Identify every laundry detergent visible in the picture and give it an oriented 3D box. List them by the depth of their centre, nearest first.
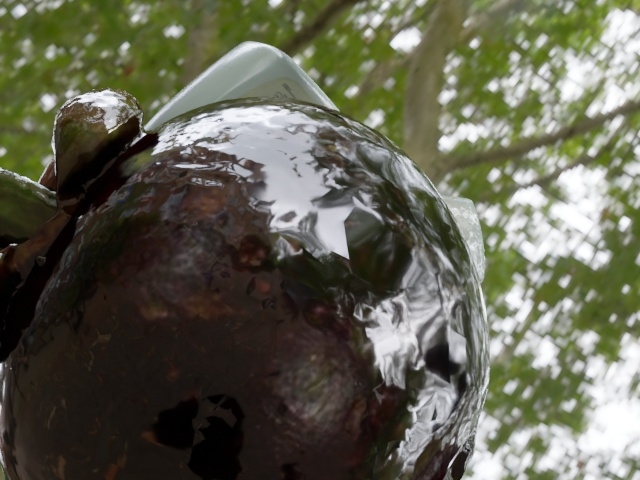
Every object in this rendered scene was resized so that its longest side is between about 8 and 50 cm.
[{"bbox_3d":[-0.088,-0.014,1.471,0.105,0.280,0.215,18,-25,53],"label":"laundry detergent"}]

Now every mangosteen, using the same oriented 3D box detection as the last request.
[{"bbox_3d":[-0.057,0.037,0.713,0.265,0.228,0.228,34,-45,4],"label":"mangosteen"}]

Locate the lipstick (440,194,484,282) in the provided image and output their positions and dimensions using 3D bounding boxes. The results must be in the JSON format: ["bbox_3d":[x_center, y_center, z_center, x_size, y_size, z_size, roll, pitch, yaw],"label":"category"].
[{"bbox_3d":[0.000,0.000,0.984,0.079,0.253,0.077,-14,-100,37],"label":"lipstick"}]
